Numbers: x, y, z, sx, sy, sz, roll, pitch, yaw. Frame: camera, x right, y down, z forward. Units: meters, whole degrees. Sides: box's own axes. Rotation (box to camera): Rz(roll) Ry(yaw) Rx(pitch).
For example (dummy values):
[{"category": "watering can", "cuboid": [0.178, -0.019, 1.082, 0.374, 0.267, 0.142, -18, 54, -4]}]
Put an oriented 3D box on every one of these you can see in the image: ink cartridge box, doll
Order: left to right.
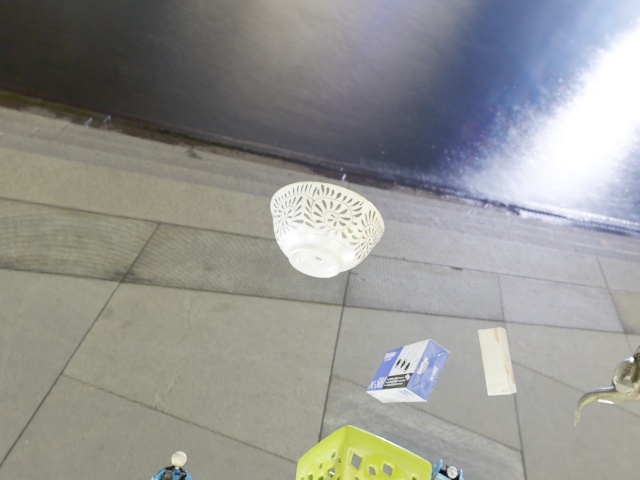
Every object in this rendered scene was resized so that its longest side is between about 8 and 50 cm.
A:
[{"category": "doll", "cuboid": [-0.377, 0.637, 1.357, 0.129, 0.046, 0.189, 20, 68, -29]}, {"category": "ink cartridge box", "cuboid": [0.155, 0.246, 0.986, 0.046, 0.207, 0.097, 33, 68, -2]}]

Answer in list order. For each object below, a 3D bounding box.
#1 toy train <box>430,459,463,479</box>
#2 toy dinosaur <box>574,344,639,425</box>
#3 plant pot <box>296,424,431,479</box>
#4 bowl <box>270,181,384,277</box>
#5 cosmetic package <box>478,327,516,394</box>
[{"category": "toy train", "cuboid": [0.296, 0.624, 1.331, 0.080, 0.184, 0.105, 23, 53, 10]}, {"category": "toy dinosaur", "cuboid": [0.558, 0.213, 0.898, 0.121, 0.314, 0.160, 34, -3, 32]}, {"category": "plant pot", "cuboid": [0.078, 0.558, 1.118, 0.227, 0.228, 0.207, 28, 41, -13]}, {"category": "bowl", "cuboid": [0.000, 0.000, 0.758, 0.170, 0.170, 0.080, 22, 58, -10]}, {"category": "cosmetic package", "cuboid": [0.317, 0.217, 0.958, 0.060, 0.041, 0.115, 21, 61, -60]}]
